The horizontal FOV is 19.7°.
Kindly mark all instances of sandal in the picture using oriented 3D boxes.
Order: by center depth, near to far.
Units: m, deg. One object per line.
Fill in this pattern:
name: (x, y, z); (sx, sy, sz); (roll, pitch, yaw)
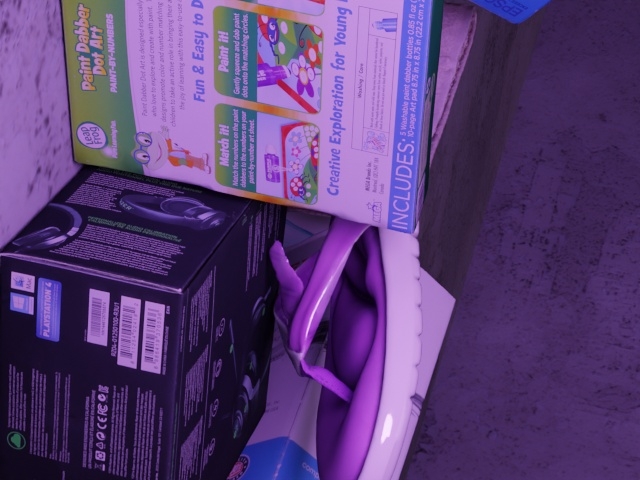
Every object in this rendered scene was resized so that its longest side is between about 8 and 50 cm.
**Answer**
sandal: (0.008, 0.021, 1.371); (0.169, 0.102, 0.416); (112, -15, -50)

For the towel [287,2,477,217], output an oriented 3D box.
towel: (0.027, -0.134, 1.716); (0.049, 0.187, 0.282); (84, 20, -49)

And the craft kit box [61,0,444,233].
craft kit box: (-0.045, -0.133, 1.191); (0.061, 0.246, 0.250); (-70, 168, -46)

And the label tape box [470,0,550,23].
label tape box: (0.102, -0.381, 1.603); (0.106, 0.240, 0.333); (-35, -134, 39)

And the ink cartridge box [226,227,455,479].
ink cartridge box: (-0.035, 0.159, 1.589); (0.223, 0.129, 0.307); (-24, -146, 43)

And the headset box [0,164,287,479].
headset box: (-0.121, 0.066, 1.335); (0.283, 0.131, 0.246); (-58, 158, -60)

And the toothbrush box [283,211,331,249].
toothbrush box: (-0.012, 0.022, 1.859); (0.216, 0.126, 0.295); (-51, 150, -67)
